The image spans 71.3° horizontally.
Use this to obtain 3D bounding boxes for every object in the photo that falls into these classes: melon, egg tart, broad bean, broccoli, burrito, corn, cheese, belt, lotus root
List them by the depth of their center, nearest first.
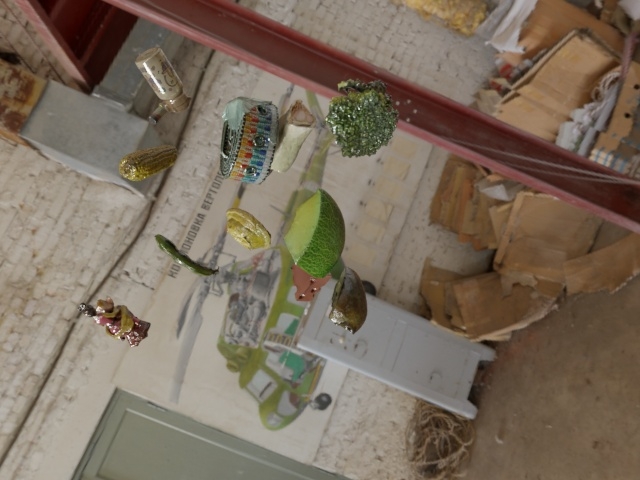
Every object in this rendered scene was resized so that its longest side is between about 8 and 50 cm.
[{"bbox_3d":[-0.219,-0.304,1.345,0.207,0.149,0.258,2,84,61],"label":"belt"},{"bbox_3d":[-0.419,0.055,1.389,0.039,0.226,0.069,-40,29,28],"label":"broad bean"},{"bbox_3d":[-0.114,-0.330,1.478,0.299,0.105,0.143,136,143,-57],"label":"burrito"},{"bbox_3d":[-0.589,-0.271,1.536,0.097,0.097,0.262,-64,-8,31],"label":"corn"},{"bbox_3d":[0.000,0.000,1.851,0.343,0.226,0.332,32,-119,-51],"label":"melon"},{"bbox_3d":[0.169,-0.527,1.909,0.334,0.272,0.324,-45,-22,-7],"label":"broccoli"},{"bbox_3d":[0.141,0.255,1.984,0.142,0.210,0.314,-51,23,27],"label":"lotus root"},{"bbox_3d":[-0.386,-0.043,2.295,0.115,0.290,0.290,-51,-3,-23],"label":"egg tart"},{"bbox_3d":[-0.042,0.198,2.302,0.177,0.128,0.203,-21,68,37],"label":"cheese"}]

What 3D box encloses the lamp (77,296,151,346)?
[{"bbox_3d":[-0.726,0.276,1.576,0.118,0.253,0.118,-39,26,23],"label":"lamp"}]

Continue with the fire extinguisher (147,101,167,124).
[{"bbox_3d":[-0.830,-0.672,2.327,0.050,0.062,0.177,113,-179,-53],"label":"fire extinguisher"}]

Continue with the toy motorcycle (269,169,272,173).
[{"bbox_3d":[-0.304,-0.446,2.386,0.223,0.108,0.340,-46,-17,5],"label":"toy motorcycle"}]

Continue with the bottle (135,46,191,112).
[{"bbox_3d":[-0.527,-0.527,1.502,0.110,0.209,0.097,-33,43,-6],"label":"bottle"}]
